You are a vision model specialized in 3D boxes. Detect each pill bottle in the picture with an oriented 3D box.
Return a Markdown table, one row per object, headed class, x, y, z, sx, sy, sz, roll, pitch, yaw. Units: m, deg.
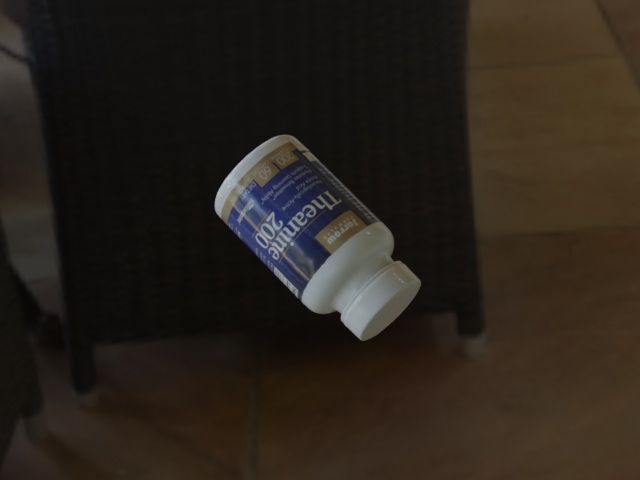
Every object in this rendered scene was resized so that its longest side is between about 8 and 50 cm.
| class | x | y | z | sx | sy | sz | roll | pitch | yaw |
| --- | --- | --- | --- | --- | --- | --- | --- | --- | --- |
| pill bottle | 0.000 | 0.000 | 0.891 | 0.120 | 0.067 | 0.067 | 45 | 50 | 16 |
